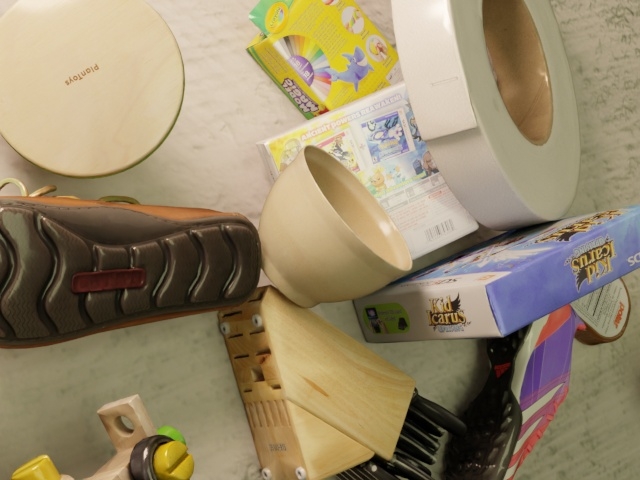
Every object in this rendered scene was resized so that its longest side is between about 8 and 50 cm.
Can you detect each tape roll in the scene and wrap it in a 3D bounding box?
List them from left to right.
[{"bbox_3d":[0.203,-0.203,1.346,0.392,0.072,0.392,30,54,-52],"label":"tape roll"}]

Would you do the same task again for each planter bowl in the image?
[{"bbox_3d":[0.000,0.000,1.158,0.162,0.109,0.162,43,18,-18],"label":"planter bowl"}]

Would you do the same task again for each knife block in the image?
[{"bbox_3d":[0.039,0.160,1.236,0.242,0.088,0.276,-17,91,-38],"label":"knife block"}]

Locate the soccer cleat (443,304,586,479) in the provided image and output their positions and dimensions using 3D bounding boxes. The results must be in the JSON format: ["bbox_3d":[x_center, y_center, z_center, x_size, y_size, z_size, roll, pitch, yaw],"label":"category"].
[{"bbox_3d":[0.239,0.197,1.363,0.116,0.108,0.318,33,60,-22],"label":"soccer cleat"}]

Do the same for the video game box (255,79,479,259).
[{"bbox_3d":[0.054,-0.060,1.269,0.205,0.048,0.187,-24,105,-18],"label":"video game box"}]

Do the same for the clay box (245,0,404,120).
[{"bbox_3d":[0.012,-0.204,1.308,0.222,0.053,0.127,47,60,-19],"label":"clay box"}]

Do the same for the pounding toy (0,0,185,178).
[{"bbox_3d":[-0.250,-0.146,1.095,0.236,0.110,0.183,-3,90,-9],"label":"pounding toy"}]

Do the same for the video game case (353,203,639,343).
[{"bbox_3d":[0.211,0.036,1.268,0.269,0.244,0.061,-22,96,-30],"label":"video game case"}]

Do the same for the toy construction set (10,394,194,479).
[{"bbox_3d":[-0.252,0.212,0.972,0.309,0.257,0.237,41,38,3],"label":"toy construction set"}]

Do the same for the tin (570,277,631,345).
[{"bbox_3d":[0.336,0.062,1.504,0.189,0.040,0.106,38,65,-24],"label":"tin"}]

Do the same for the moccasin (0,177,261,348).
[{"bbox_3d":[-0.237,0.013,1.045,0.380,0.147,0.139,-10,101,-41],"label":"moccasin"}]
